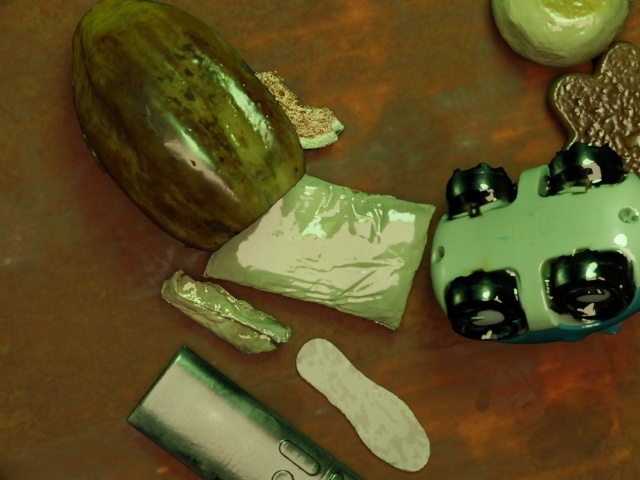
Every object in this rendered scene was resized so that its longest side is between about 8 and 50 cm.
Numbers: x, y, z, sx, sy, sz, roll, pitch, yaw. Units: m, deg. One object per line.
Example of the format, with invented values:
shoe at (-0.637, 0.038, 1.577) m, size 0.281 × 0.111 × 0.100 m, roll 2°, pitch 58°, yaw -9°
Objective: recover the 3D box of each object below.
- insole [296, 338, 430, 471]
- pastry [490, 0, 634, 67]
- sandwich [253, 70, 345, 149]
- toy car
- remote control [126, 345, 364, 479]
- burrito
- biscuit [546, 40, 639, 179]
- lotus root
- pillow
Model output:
insole at (0.049, 0.185, 1.611) m, size 0.193 × 0.006 × 0.065 m, roll 43°, pitch 89°, yaw -4°
pastry at (0.265, -0.267, 1.570) m, size 0.156 × 0.092 × 0.156 m, roll 0°, pitch 72°, yaw 0°
sandwich at (-0.042, -0.140, 1.584) m, size 0.135 × 0.029 × 0.067 m, roll 33°, pitch 83°, yaw -4°
toy car at (0.249, 0.022, 1.536) m, size 0.255 × 0.190 × 0.189 m, roll -14°, pitch 58°, yaw 24°
remote control at (-0.033, 0.270, 1.590) m, size 0.377 × 0.044 × 0.107 m, roll 38°, pitch 92°, yaw -4°
burrito at (-0.106, 0.081, 1.578) m, size 0.149 × 0.055 × 0.041 m, roll 30°, pitch 45°, yaw -7°
biscuit at (0.351, -0.101, 1.611) m, size 0.180 × 0.039 × 0.236 m, roll -30°, pitch 94°, yaw -7°
lotus root at (-0.153, -0.125, 1.510) m, size 0.193 × 0.193 × 0.291 m, roll -40°, pitch 84°, yaw -2°
pillow at (0.000, 0.000, 1.582) m, size 0.229 × 0.050 × 0.148 m, roll 15°, pitch 84°, yaw -1°
